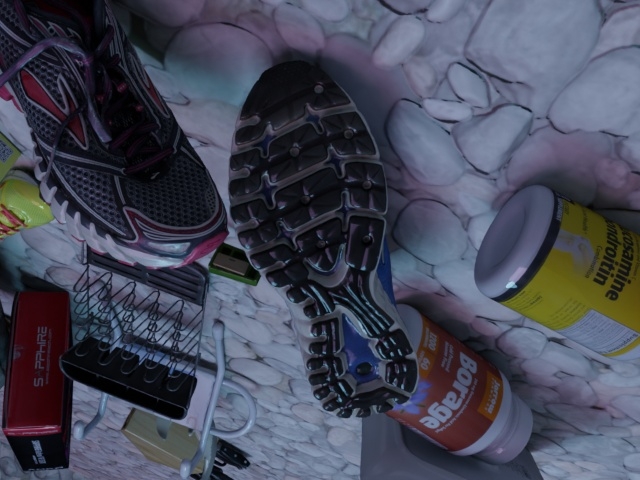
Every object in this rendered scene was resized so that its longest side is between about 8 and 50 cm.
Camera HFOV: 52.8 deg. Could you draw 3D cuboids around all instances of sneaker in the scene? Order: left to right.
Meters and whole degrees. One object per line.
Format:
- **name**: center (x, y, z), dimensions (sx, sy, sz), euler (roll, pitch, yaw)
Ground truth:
- **sneaker**: center (-0.416, -0.028, 0.836), dimensions (0.208, 0.094, 0.081), euler (-8, 134, 36)
- **sneaker**: center (-0.177, -0.107, 0.492), dimensions (0.299, 0.121, 0.112), euler (51, 140, 4)
- **sneaker**: center (0.000, 0.000, 0.590), dimensions (0.130, 0.147, 0.330), euler (-14, 117, 0)

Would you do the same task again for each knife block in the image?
- **knife block**: center (-0.292, 0.469, 1.464), dimensions (0.242, 0.088, 0.275), euler (11, 144, 16)

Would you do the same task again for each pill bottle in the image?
- **pill bottle**: center (0.146, 0.178, 0.769), dimensions (0.216, 0.121, 0.121), euler (35, 145, -19)
- **pill bottle**: center (0.230, 0.036, 0.537), dimensions (0.184, 0.103, 0.103), euler (26, 146, -6)

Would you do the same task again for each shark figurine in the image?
- **shark figurine**: center (-0.234, 0.335, 1.212), dimensions (0.166, 0.116, 0.278), euler (-28, 88, 8)

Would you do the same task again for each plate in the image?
- **plate**: center (0.186, 0.285, 0.843), dimensions (0.278, 0.045, 0.277), euler (23, -170, 0)

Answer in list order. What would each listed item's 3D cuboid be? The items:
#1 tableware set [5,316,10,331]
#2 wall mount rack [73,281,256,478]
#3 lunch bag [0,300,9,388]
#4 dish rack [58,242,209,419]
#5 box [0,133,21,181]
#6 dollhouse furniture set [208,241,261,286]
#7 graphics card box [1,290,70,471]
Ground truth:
- **tableware set**: center (-0.668, 0.207, 1.353), dimensions (0.128, 0.039, 0.194), euler (54, 135, -2)
- **wall mount rack**: center (-0.275, 0.223, 1.079), dimensions (0.350, 0.130, 0.304), euler (17, 106, 7)
- **lunch bag**: center (-0.611, 0.118, 1.014), dimensions (0.256, 0.212, 0.305), euler (35, 146, 4)
- **dish rack**: center (-0.261, 0.118, 0.915), dimensions (0.208, 0.074, 0.271), euler (19, 127, 4)
- **box**: center (-0.481, -0.103, 0.803), dimensions (0.232, 0.058, 0.087), euler (-5, 138, 34)
- **dollhouse furniture set**: center (-0.084, -0.013, 0.678), dimensions (0.059, 0.076, 0.151), euler (19, 147, 4)
- **graphics card box**: center (-0.501, 0.269, 1.169), dimensions (0.094, 0.232, 0.371), euler (2, 150, -20)
